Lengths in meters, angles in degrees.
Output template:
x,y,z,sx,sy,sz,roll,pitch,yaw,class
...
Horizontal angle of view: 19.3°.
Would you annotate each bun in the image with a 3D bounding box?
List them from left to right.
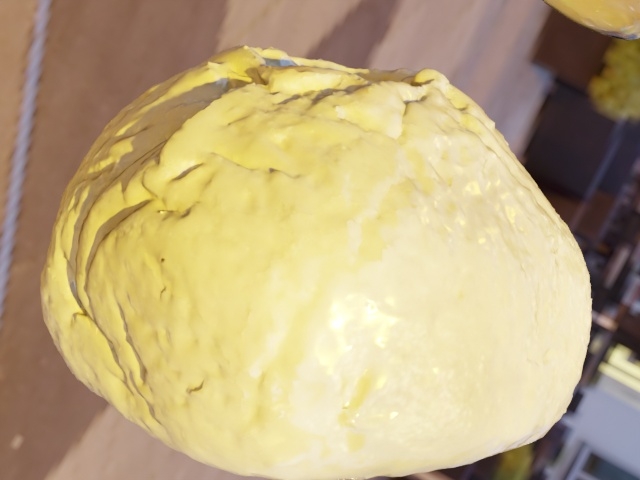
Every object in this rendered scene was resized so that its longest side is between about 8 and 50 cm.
x,y,z,sx,sy,sz,roll,pitch,yaw,class
0.000,0.000,1.180,0.352,0.348,0.227,-46,144,-68,bun

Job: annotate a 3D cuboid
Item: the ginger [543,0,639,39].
x,y,z,sx,sy,sz,roll,pitch,yaw,class
-0.006,-0.222,0.801,0.358,0.413,0.211,13,92,-68,ginger
